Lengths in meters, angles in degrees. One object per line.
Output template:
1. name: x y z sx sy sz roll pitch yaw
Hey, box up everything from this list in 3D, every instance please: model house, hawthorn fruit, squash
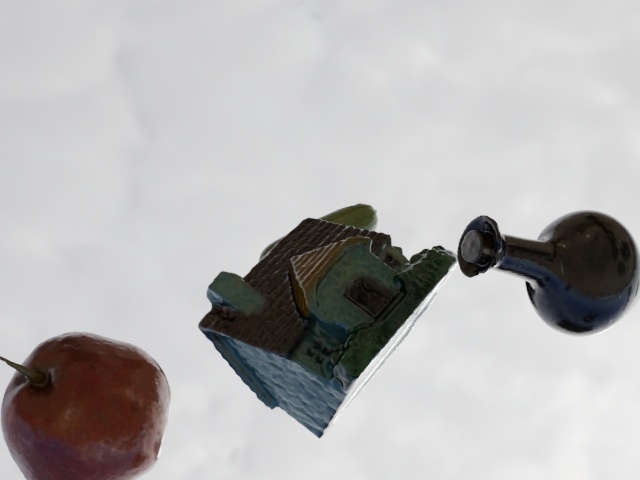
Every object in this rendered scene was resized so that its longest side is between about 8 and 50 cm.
1. model house: 0.002 0.072 1.548 0.248 0.230 0.280 38 -124 9
2. hawthorn fruit: -0.169 0.124 0.814 0.125 0.140 0.125 3 -128 -4
3. squash: 0.000 0.000 1.795 0.238 0.069 0.069 -25 -128 -31

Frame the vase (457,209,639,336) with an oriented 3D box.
1. vase: 0.209 0.022 1.034 0.182 0.120 0.120 13 -145 -30
